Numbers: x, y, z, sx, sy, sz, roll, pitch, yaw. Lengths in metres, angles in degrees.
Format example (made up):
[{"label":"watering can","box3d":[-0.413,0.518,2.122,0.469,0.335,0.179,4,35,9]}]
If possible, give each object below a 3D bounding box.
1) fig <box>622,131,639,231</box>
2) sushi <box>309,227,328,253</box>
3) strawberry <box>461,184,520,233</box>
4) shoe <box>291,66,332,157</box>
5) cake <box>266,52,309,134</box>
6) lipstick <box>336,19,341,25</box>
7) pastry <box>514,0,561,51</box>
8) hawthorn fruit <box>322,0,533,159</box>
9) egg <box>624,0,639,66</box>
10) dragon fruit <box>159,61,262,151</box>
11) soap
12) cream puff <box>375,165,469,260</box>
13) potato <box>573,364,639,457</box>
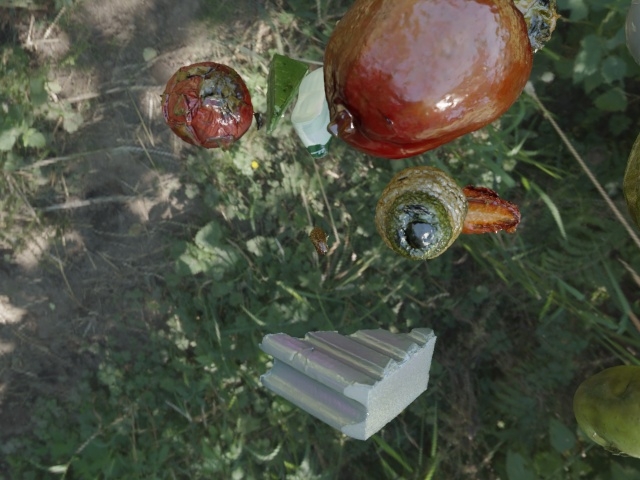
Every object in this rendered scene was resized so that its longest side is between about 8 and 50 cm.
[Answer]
[{"label":"fig","box3d":[0.663,-0.111,0.968,0.344,0.343,0.343,-13,125,-19]},{"label":"sushi","box3d":[-0.004,0.001,2.042,0.062,0.118,0.060,-8,131,11]},{"label":"strawberry","box3d":[0.396,-0.073,1.516,0.082,0.188,0.121,-54,143,-38]},{"label":"shoe","box3d":[0.004,-0.286,1.372,0.095,0.265,0.110,-4,129,23]},{"label":"cake","box3d":[-0.114,-0.367,1.555,0.099,0.235,0.100,26,138,-2]},{"label":"lipstick","box3d":[0.065,-0.471,1.360,0.019,0.094,0.018,-10,111,-27]},{"label":"pastry","box3d":[0.314,-0.540,1.405,0.338,0.405,0.292,-11,130,-12]},{"label":"hawthorn fruit","box3d":[0.148,-0.260,0.909,0.295,0.295,0.311,25,117,-36]},{"label":"egg","box3d":[0.771,-0.450,1.368,0.176,0.176,0.232,-41,119,3]},{"label":"dragon fruit","box3d":[-0.247,-0.331,1.442,0.218,0.148,0.223,-39,92,-24]},{"label":"soap","box3d":[0.059,0.260,1.336,0.258,0.302,0.158,-28,125,-40]},{"label":"cream puff","box3d":[0.182,-0.041,1.170,0.184,0.169,0.183,5,108,15]},{"label":"potato","box3d":[0.559,0.304,1.099,0.143,0.248,0.169,42,70,-15]}]
